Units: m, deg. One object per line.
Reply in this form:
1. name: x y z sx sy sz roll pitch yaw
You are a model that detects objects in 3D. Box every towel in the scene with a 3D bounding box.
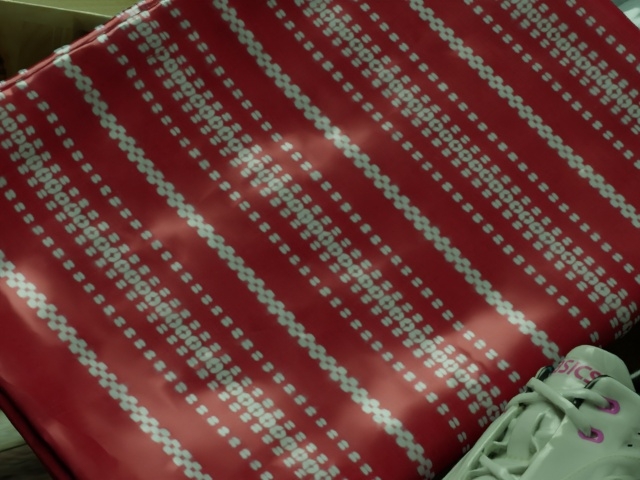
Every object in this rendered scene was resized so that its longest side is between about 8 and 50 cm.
1. towel: 0.002 -0.017 0.566 0.275 0.199 0.031 -34 -16 -23

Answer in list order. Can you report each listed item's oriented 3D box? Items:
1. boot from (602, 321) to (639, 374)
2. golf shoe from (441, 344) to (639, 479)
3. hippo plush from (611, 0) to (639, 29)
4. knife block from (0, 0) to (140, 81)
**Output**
1. boot: 0.143 0.043 0.600 0.305 0.112 0.115 2 23 18
2. golf shoe: 0.061 0.074 0.493 0.067 0.086 0.186 9 18 44
3. hippo plush: 0.232 -0.073 0.809 0.294 0.234 0.236 -35 8 24
4. knife block: -0.055 -0.077 0.730 0.276 0.088 0.242 8 20 -4
